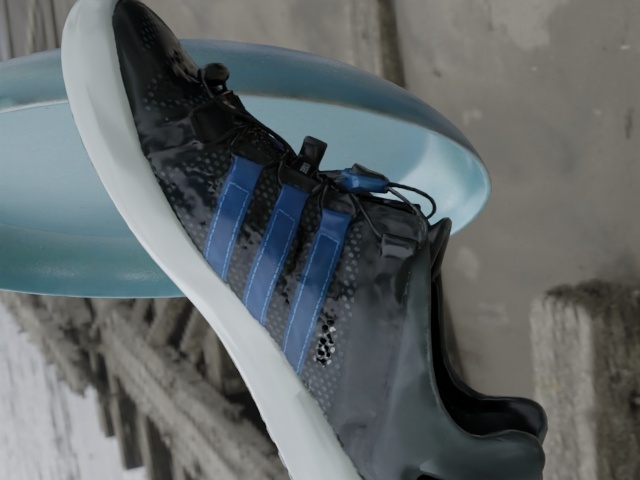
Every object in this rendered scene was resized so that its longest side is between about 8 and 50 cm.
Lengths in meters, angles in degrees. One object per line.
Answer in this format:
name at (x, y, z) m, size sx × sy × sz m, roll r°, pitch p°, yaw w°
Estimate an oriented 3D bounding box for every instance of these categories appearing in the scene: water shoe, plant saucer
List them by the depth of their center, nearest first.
water shoe at (0.000, 0.000, 0.361) m, size 0.203 × 0.080 × 0.073 m, roll 58°, pitch -164°, yaw -7°
plant saucer at (-0.076, -0.027, 0.577) m, size 0.317 × 0.318 × 0.043 m, roll 141°, pitch 127°, yaw -64°
